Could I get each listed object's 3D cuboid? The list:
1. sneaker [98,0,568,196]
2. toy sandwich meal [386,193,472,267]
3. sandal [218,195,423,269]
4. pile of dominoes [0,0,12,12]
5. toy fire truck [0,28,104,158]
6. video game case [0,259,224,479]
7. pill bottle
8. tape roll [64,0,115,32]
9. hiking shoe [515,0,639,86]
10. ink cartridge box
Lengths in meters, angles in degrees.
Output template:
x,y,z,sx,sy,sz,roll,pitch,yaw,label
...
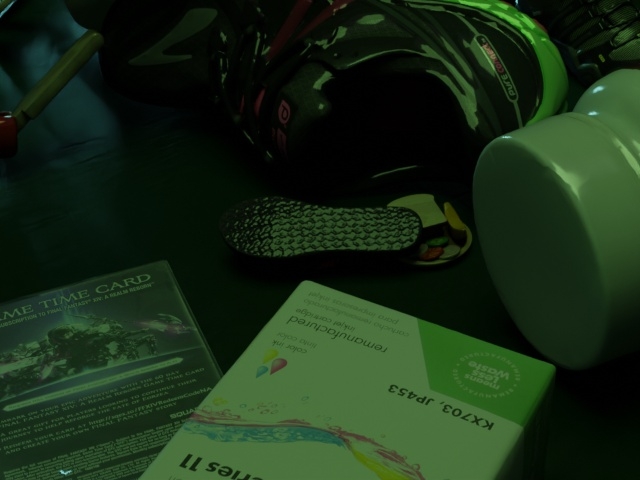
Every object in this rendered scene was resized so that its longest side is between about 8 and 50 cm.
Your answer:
x,y,z,sx,sy,sz,roll,pitch,yaw,label
-0.017,-0.156,1.562,0.482,0.185,0.202,10,40,26,sneaker
0.093,-0.009,1.464,0.085,0.029,0.086,-4,35,3,toy sandwich meal
0.000,0.000,1.453,0.179,0.040,0.067,3,56,7,sandal
-0.282,-0.297,1.826,0.251,0.040,0.196,-35,17,37,pile of dominoes
-0.346,-0.152,1.646,0.246,0.159,0.217,-3,33,-17,toy fire truck
-0.178,0.118,1.324,0.196,0.026,0.274,-15,35,-13,video game case
0.334,-0.050,1.321,0.392,0.224,0.224,-20,37,-19,pill bottle
-0.090,-0.335,1.698,0.392,0.392,0.072,-23,81,-24,tape roll
0.274,-0.226,1.675,0.086,0.114,0.227,-29,41,-29,hiking shoe
-0.004,0.194,1.092,0.207,0.119,0.353,18,41,19,ink cartridge box
